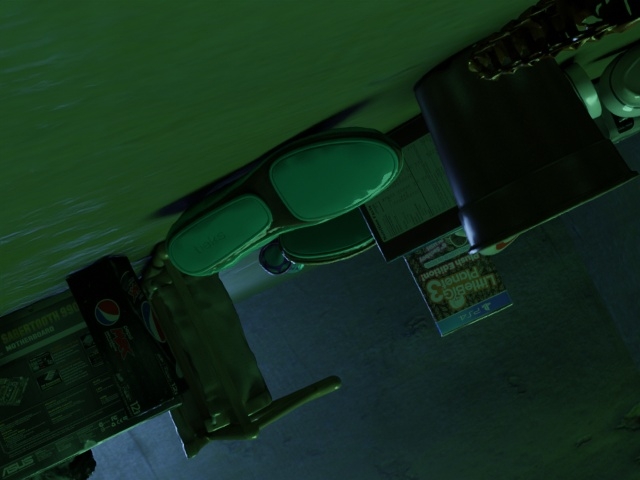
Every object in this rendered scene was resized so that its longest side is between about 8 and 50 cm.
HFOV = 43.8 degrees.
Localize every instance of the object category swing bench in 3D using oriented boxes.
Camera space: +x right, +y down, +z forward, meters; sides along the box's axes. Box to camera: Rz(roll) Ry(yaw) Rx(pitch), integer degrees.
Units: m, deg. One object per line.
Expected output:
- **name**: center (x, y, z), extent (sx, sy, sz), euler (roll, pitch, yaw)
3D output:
- **swing bench**: center (-0.145, 0.134, 1.054), extent (0.165, 0.253, 0.255), euler (-22, 174, -40)

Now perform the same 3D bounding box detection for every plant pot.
- **plant pot**: center (0.178, -0.095, 0.738), extent (0.167, 0.165, 0.167), euler (-25, 175, -2)

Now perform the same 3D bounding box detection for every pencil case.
- **pencil case**: center (-0.070, 0.033, 1.520), extent (0.070, 0.064, 0.152), euler (-10, 178, 9)

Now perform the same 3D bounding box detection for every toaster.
- **toaster**: center (0.496, -0.220, 1.432), extent (0.168, 0.110, 0.186), euler (-22, 175, -29)

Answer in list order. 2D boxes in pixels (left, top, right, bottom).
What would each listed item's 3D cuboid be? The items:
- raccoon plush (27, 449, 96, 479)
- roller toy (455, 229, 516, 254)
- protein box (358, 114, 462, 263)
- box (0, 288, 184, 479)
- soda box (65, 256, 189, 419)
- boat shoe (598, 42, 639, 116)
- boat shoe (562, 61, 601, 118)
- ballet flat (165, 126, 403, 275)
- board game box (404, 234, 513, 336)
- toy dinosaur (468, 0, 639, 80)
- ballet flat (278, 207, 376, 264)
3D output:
- **raccoon plush**: center (-0.474, 0.228, 1.101), extent (0.447, 0.216, 0.299), euler (-7, -177, -8)
- **roller toy**: center (0.292, -0.079, 1.308), extent (0.209, 0.146, 0.191), euler (-33, 154, -37)
- **protein box**: center (0.169, -0.086, 0.982), extent (0.201, 0.135, 0.200), euler (-28, 175, 28)
- **box**: center (-0.303, 0.160, 0.940), extent (0.231, 0.183, 0.056), euler (-25, 175, -11)
- **soda box**: center (-0.210, 0.104, 0.871), extent (0.060, 0.168, 0.053), euler (-26, 177, 8)
- **boat shoe**: center (0.516, -0.263, 1.138), extent (0.268, 0.096, 0.088), euler (-25, 172, -19)
- **boat shoe**: center (0.328, -0.185, 1.099), extent (0.070, 0.077, 0.219), euler (-27, 177, 6)
- **ballet flat**: center (-0.038, -0.048, 0.762), extent (0.247, 0.083, 0.087), euler (-26, -160, 14)
- **board game box**: center (0.236, 0.013, 1.528), extent (0.141, 0.291, 0.232), euler (-26, 176, 9)
- **toy dinosaur**: center (0.250, -0.171, 0.459), extent (0.322, 0.164, 0.218), euler (-47, -171, 8)
- **ballet flat**: center (0.091, -0.042, 1.179), extent (0.316, 0.107, 0.106), euler (-25, 160, 9)
